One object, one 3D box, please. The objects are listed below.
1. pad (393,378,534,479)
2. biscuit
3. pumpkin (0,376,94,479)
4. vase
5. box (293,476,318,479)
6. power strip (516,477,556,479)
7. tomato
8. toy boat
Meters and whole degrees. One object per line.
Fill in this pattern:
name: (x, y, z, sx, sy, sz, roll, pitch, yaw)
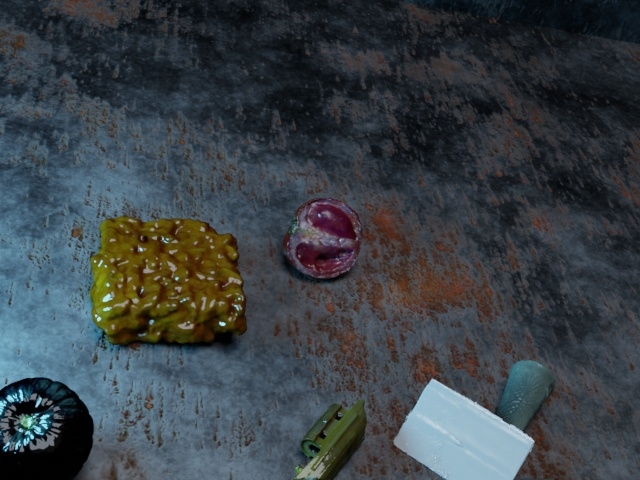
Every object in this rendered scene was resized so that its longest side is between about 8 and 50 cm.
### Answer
pad: (0.271, 0.383, 1.787, 0.232, 0.004, 0.156, 31, 77, 17)
biscuit: (-0.313, 0.076, 1.930, 0.312, 0.110, 0.318, 2, 41, -14)
pumpkin: (-0.475, 0.326, 1.553, 0.202, 0.140, 0.202, 3, 54, -5)
vase: (0.390, 0.343, 1.882, 0.096, 0.096, 0.219, 29, 43, 14)
box: (-0.024, 0.454, 1.597, 0.045, 0.062, 0.098, -4, 72, -24)
power strip: (0.421, 0.556, 1.669, 0.093, 0.053, 0.288, 3, 40, -16)
tomato: (0.000, 0.000, 2.147, 0.173, 0.099, 0.189, 23, 77, -16)
toy boat: (0.014, 0.375, 1.731, 0.088, 0.068, 0.226, 28, 44, 20)
